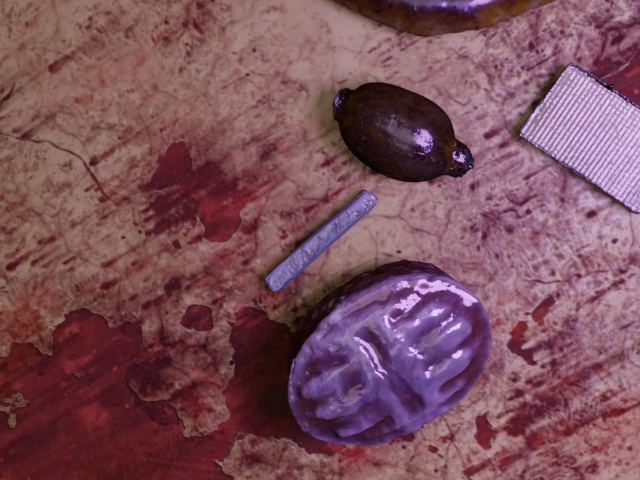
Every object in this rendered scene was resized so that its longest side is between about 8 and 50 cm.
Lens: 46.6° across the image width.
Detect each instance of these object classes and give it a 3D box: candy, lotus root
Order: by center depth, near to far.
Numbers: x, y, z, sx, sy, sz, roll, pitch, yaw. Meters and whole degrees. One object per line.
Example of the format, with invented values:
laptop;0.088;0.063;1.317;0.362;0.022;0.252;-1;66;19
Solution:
lotus root;0.111;-0.142;1.004;0.209;0.120;0.120;27;100;6
candy;0.087;0.151;1.020;0.289;0.157;0.214;-32;105;4

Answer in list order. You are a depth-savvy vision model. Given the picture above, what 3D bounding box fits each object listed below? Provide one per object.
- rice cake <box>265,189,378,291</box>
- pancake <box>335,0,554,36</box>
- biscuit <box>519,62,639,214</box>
rice cake;0.000;0.000;1.076;0.207;0.033;0.033;-42;88;11
pancake;0.173;-0.422;0.984;0.426;0.067;0.305;19;97;8
biscuit;0.381;-0.137;0.998;0.199;0.040;0.121;36;103;5
